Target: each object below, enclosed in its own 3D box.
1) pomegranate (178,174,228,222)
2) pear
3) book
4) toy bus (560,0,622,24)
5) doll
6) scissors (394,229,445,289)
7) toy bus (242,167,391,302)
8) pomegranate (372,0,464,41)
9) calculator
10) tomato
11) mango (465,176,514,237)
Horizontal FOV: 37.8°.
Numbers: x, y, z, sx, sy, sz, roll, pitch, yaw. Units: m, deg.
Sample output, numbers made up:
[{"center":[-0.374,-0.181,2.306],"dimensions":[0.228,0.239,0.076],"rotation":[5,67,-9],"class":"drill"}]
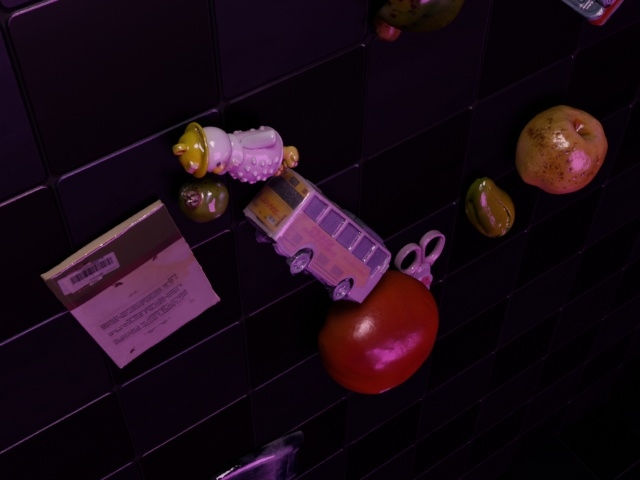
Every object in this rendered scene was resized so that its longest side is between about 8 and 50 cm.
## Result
[{"center":[-0.172,-0.060,1.314],"dimensions":[0.084,0.073,0.073],"rotation":[7,124,-46],"class":"pomegranate"},{"center":[0.460,-0.171,1.804],"dimensions":[0.178,0.178,0.178],"rotation":[-28,146,-22],"class":"pear"},{"center":[-0.273,0.073,1.401],"dimensions":[0.201,0.026,0.289],"rotation":[-35,148,-12],"class":"book"},{"center":[0.489,-0.476,1.506],"dimensions":[0.265,0.121,0.120],"rotation":[-51,156,13],"class":"toy bus"},{"center":[-0.119,-0.121,1.286],"dimensions":[0.207,0.081,0.129],"rotation":[0,162,-46],"class":"doll"},{"center":[0.205,0.078,1.928],"dimensions":[0.118,0.030,0.242],"rotation":[-30,142,-19],"class":"scissors"},{"center":[0.000,0.000,1.555],"dimensions":[0.138,0.097,0.342],"rotation":[-52,147,2],"class":"toy bus"},{"center":[0.136,-0.337,1.270],"dimensions":[0.143,0.122,0.169],"rotation":[-53,160,-46],"class":"pomegranate"},{"center":[-0.152,0.522,2.067],"dimensions":[0.268,0.040,0.177],"rotation":[-21,140,-23],"class":"calculator"},{"center":[0.118,0.186,1.824],"dimensions":[0.260,0.180,0.260],"rotation":[-30,149,-21],"class":"tomato"},{"center":[0.333,-0.071,1.855],"dimensions":[0.091,0.074,0.165],"rotation":[-34,135,-3],"class":"mango"}]
